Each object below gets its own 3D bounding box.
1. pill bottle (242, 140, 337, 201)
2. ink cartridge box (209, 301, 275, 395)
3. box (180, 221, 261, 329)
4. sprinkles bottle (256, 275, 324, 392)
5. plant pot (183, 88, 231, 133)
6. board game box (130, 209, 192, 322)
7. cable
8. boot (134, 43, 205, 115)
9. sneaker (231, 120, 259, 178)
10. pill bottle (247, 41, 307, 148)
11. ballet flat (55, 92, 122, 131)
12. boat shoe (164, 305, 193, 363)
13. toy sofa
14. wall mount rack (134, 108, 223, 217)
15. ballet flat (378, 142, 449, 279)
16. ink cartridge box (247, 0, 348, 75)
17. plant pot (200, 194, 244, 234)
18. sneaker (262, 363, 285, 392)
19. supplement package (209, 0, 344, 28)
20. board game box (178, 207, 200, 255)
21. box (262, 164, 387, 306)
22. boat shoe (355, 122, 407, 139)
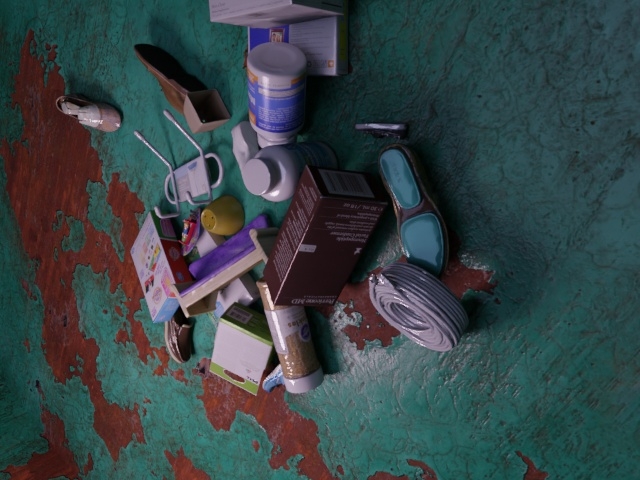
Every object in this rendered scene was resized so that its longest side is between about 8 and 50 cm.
[{"bbox_3d":[-0.082,-0.183,1.498,0.146,0.264,0.146,10,108,34],"label":"pill bottle"},{"bbox_3d":[-0.243,0.351,1.835,0.189,0.097,0.255,25,125,9],"label":"ink cartridge box"},{"bbox_3d":[-0.353,0.122,1.910,0.232,0.059,0.322,-46,72,35],"label":"box"},{"bbox_3d":[-0.090,0.271,1.697,0.121,0.121,0.354,-8,102,38],"label":"sprinkles bottle"},{"bbox_3d":[-0.362,-0.390,1.758,0.096,0.109,0.109,-36,80,50],"label":"plant pot"},{"bbox_3d":[-0.562,0.090,1.986,0.242,0.064,0.316,-50,55,38],"label":"board game box"},{"bbox_3d":[0.236,0.164,1.395,0.257,0.089,0.257,34,158,14],"label":"cable"},{"bbox_3d":[-0.501,-0.519,1.827,0.305,0.112,0.115,45,134,16],"label":"boot"},{"bbox_3d":[-0.225,-0.247,1.718,0.094,0.080,0.212,-10,89,49],"label":"sneaker"},{"bbox_3d":[-0.115,-0.367,1.502,0.152,0.152,0.271,38,147,23],"label":"pill bottle"},{"bbox_3d":[-0.868,-0.470,2.103,0.316,0.106,0.107,22,114,30],"label":"ballet flat"},{"bbox_3d":[-0.509,0.319,2.055,0.095,0.095,0.257,-12,94,32],"label":"boat shoe"},{"bbox_3d":[-0.285,0.074,1.735,0.363,0.150,0.177,-32,80,22],"label":"toy sofa"},{"bbox_3d":[-0.469,-0.242,1.840,0.350,0.131,0.303,-15,87,44],"label":"wall mount rack"},{"bbox_3d":[0.238,-0.074,1.388,0.123,0.123,0.348,-17,95,38],"label":"ballet flat"},{"bbox_3d":[-0.065,-0.593,1.507,0.304,0.072,0.306,11,106,35],"label":"ink cartridge box"},{"bbox_3d":[-0.323,-0.073,1.812,0.134,0.095,0.134,11,109,34],"label":"plant pot"},{"bbox_3d":[-0.128,0.448,1.827,0.073,0.063,0.162,48,125,13],"label":"sneaker"},{"bbox_3d":[-0.109,-0.609,1.364,0.262,0.204,0.145,5,104,37],"label":"supplement package"},{"bbox_3d":[-0.447,-0.033,1.894,0.133,0.033,0.168,-43,39,37],"label":"board game box"},{"bbox_3d":[0.000,0.000,1.485,0.381,0.191,0.143,-65,33,37],"label":"box"},{"bbox_3d":[0.151,-0.277,1.439,0.142,0.049,0.040,9,107,32],"label":"boat shoe"}]
